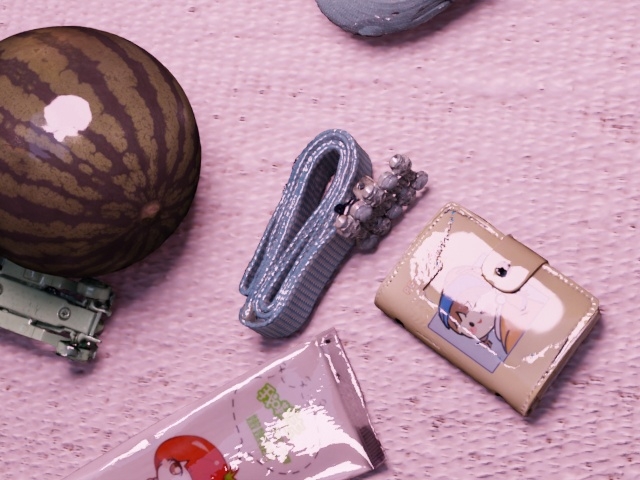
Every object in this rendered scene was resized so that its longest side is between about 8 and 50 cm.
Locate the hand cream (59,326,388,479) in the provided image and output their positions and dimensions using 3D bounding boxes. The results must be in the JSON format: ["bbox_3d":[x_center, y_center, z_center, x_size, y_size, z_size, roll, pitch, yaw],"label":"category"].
[{"bbox_3d":[-0.115,0.195,1.304,0.336,0.076,0.121,-26,72,1],"label":"hand cream"}]

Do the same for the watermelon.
[{"bbox_3d":[-0.200,-0.071,1.317,0.212,0.212,0.212,-4,75,15],"label":"watermelon"}]

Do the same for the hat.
[{"bbox_3d":[0.082,-0.244,1.352,0.191,0.078,0.138,-29,60,27],"label":"hat"}]

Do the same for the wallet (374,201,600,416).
[{"bbox_3d":[0.131,0.049,1.276,0.155,0.039,0.110,36,89,20],"label":"wallet"}]

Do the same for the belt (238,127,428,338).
[{"bbox_3d":[0.002,0.002,1.318,0.100,0.065,0.179,25,86,29],"label":"belt"}]

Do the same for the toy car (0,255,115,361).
[{"bbox_3d":[-0.243,0.053,1.377,0.143,0.054,0.073,16,82,15],"label":"toy car"}]
